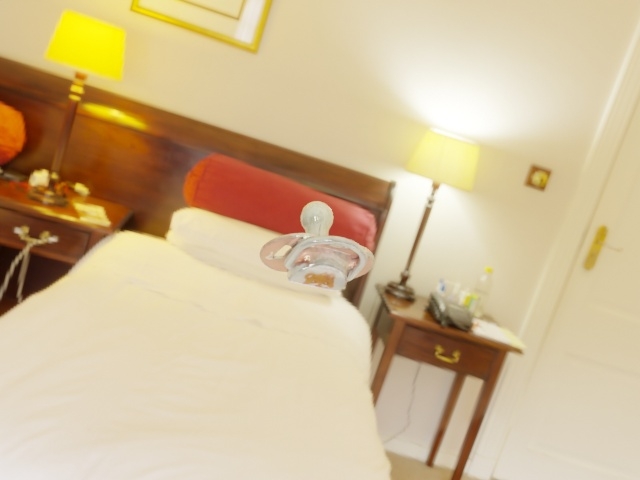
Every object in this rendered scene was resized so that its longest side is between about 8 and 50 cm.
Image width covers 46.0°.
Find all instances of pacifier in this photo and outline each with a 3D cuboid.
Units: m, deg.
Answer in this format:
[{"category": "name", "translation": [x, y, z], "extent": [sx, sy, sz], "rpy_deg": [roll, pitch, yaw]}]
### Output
[{"category": "pacifier", "translation": [0.000, 0.000, 0.637], "extent": [0.099, 0.078, 0.081], "rpy_deg": [15, -34, -25]}]
